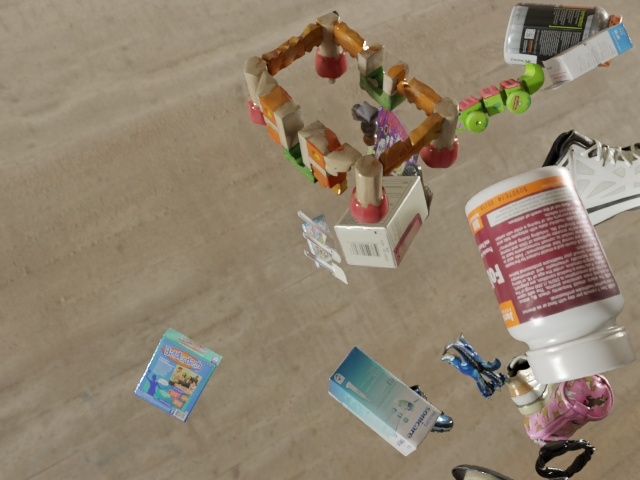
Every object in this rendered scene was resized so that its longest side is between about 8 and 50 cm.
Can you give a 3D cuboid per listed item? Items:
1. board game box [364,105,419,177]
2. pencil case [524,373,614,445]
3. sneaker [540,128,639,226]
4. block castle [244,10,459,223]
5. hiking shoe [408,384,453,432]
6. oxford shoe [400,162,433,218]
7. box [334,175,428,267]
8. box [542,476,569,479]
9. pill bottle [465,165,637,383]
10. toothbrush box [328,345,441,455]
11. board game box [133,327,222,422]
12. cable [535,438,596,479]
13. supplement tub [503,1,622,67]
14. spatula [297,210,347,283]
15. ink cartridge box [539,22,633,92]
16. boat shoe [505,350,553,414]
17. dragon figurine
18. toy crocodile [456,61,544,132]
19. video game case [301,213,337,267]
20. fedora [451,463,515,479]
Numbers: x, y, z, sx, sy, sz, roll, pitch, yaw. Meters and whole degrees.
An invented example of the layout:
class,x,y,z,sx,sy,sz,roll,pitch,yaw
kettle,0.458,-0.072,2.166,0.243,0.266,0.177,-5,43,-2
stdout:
class,x,y,z,sx,sy,sz,roll,pitch,yaw
board game box,0.278,-0.325,2.028,0.056,0.208,0.347,4,-17,31
pencil case,0.796,0.553,1.746,0.159,0.167,0.386,4,-35,1
sneaker,0.800,-0.215,1.449,0.447,0.257,0.169,-30,20,24
block castle,0.060,-0.270,1.206,0.303,0.453,0.213,-38,-24,-15
hiking shoe,0.358,0.600,1.955,0.113,0.303,0.132,-164,96,-82
oxford shoe,0.303,-0.152,1.682,0.096,0.082,0.227,-32,-45,-24
box,0.161,-0.052,1.381,0.148,0.127,0.232,3,39,34
box,0.335,0.588,0.982,0.242,0.077,0.307,-37,1,43
pill bottle,0.460,0.071,1.087,0.223,0.393,0.224,-15,-15,-4
toothbrush box,0.173,0.464,1.539,0.126,0.295,0.216,-47,-19,-20
board game box,-0.375,0.354,1.412,0.210,0.160,0.047,-59,2,20
cable,0.737,0.657,1.607,0.184,0.151,0.047,-15,24,-1
supplement tub,0.758,-0.640,1.697,0.315,0.194,0.193,14,8,23
spatula,0.003,0.016,1.502,0.019,0.168,0.242,-22,-30,21
ink cartridge box,0.574,-0.403,1.196,0.180,0.060,0.104,-28,9,6
boat shoe,0.575,0.357,1.473,0.113,0.103,0.302,-34,-5,25
dragon figurine,0.370,0.299,1.274,0.085,0.144,0.289,-51,-30,-6
toy crocodile,0.500,-0.409,1.598,0.340,0.105,0.115,-25,29,10
video game case,0.000,0.000,1.943,0.015,0.166,0.119,-13,11,42
fedora,0.502,0.782,1.522,0.153,0.334,0.334,-58,5,-30
